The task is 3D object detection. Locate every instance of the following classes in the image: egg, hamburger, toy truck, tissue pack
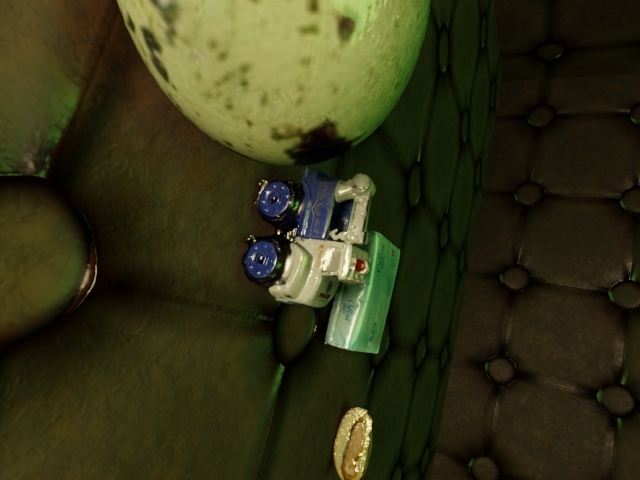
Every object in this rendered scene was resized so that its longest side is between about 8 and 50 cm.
[{"bbox_3d":[-0.048,-0.257,0.378,0.287,0.288,0.379,-50,127,-43],"label":"egg"},{"bbox_3d":[0.084,0.504,1.014,0.102,0.087,0.175,55,42,-66],"label":"hamburger"},{"bbox_3d":[0.000,0.000,0.636,0.161,0.177,0.213,22,77,-61],"label":"toy truck"},{"bbox_3d":[0.105,0.121,0.939,0.177,0.089,0.263,29,71,-57],"label":"tissue pack"}]
